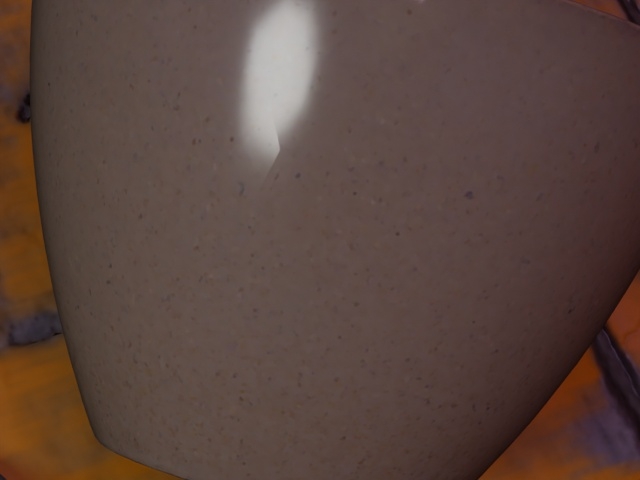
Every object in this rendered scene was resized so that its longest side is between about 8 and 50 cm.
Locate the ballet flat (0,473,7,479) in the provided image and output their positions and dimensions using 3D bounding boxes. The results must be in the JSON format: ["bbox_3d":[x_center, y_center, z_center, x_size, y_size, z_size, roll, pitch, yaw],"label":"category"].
[{"bbox_3d":[-0.145,0.178,0.917,0.070,0.070,0.188,-20,74,-23],"label":"ballet flat"}]

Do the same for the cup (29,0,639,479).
[{"bbox_3d":[0.000,0.000,0.925,0.331,0.331,0.237,15,89,-10],"label":"cup"}]
